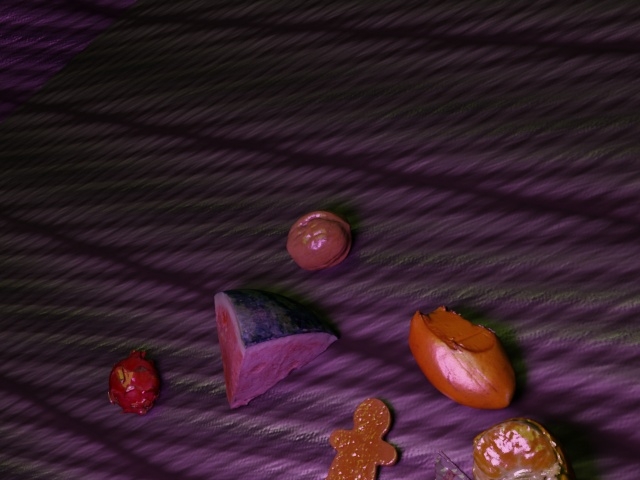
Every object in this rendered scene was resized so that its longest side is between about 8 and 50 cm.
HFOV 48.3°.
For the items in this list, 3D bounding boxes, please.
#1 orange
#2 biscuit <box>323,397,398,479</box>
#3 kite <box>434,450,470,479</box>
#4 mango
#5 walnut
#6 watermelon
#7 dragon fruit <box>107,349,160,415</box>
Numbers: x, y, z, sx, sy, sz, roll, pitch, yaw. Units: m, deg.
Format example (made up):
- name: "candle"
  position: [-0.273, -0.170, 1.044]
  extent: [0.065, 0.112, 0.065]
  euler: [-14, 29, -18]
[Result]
- name: "orange"
  position: [0.358, 0.438, 1.247]
  extent: [0.179, 0.158, 0.237]
  euler: [-21, 53, 20]
- name: "biscuit"
  position: [0.084, 0.443, 1.472]
  extent: [0.158, 0.035, 0.240]
  euler: [12, 69, 31]
- name: "kite"
  position: [0.220, 0.518, 1.368]
  extent: [0.250, 0.012, 0.229]
  euler: [-10, 54, 24]
- name: "mango"
  position: [0.286, 0.240, 1.431]
  extent: [0.154, 0.126, 0.252]
  euler: [-39, 57, -12]
- name: "walnut"
  position: [0.000, 0.000, 1.724]
  extent: [0.167, 0.149, 0.166]
  euler: [-29, 18, 10]
- name: "watermelon"
  position: [-0.165, 0.224, 1.609]
  extent: [0.283, 0.250, 0.292]
  euler: [23, 72, 42]
- name: "dragon fruit"
  position: [-0.464, 0.347, 1.766]
  extent: [0.136, 0.133, 0.165]
  euler: [-21, 55, 25]
